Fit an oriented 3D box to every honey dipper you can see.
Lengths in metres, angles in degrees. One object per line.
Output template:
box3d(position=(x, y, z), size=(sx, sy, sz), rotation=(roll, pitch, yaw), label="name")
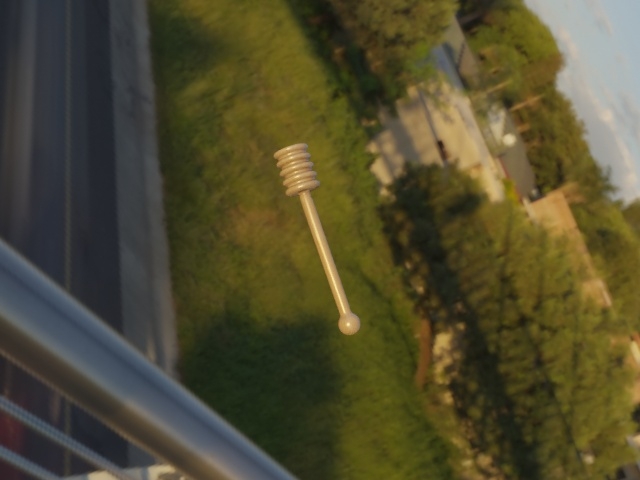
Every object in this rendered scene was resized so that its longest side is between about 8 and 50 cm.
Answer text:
box3d(position=(0.000, 0.000, 0.748), size=(0.030, 0.030, 0.160), rotation=(6, 64, -74), label="honey dipper")
